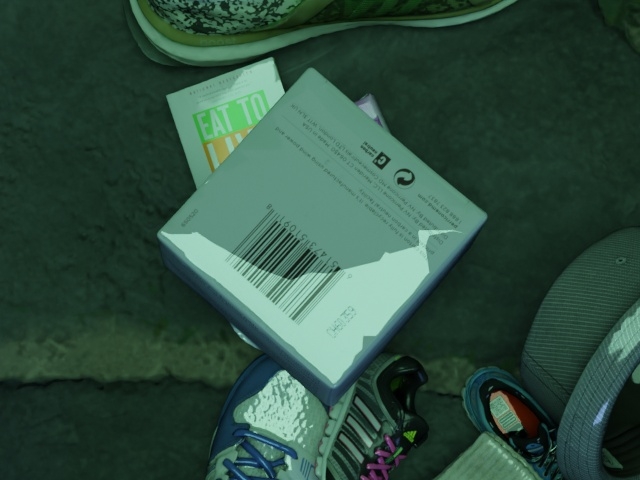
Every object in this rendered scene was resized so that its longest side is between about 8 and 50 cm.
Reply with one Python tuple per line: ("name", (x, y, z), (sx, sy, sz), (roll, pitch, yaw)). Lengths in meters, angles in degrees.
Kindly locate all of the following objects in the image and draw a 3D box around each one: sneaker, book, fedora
("sneaker", (-0.055, 0.228, 1.445), (0.112, 0.131, 0.296), (16, 85, 5))
("book", (-0.059, -0.066, 1.517), (0.096, 0.035, 0.144), (-20, 88, 2))
("sneaker", (0.171, 0.171, 1.469), (0.063, 0.073, 0.162), (-42, 86, -2))
("fedora", (0.258, 0.072, 1.427), (0.275, 0.244, 0.124), (-27, 49, -27))
("sneaker", (0.037, -0.241, 1.449), (0.410, 0.182, 0.158), (-18, 85, 0))
("sneaker", (0.046, 0.159, 1.450), (0.074, 0.063, 0.170), (-5, 59, 28))

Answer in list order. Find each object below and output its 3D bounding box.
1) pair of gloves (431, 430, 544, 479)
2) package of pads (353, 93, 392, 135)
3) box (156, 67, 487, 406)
("pair of gloves", (0.127, 0.294, 1.448), (0.204, 0.042, 0.240), (-38, 85, 18))
("package of pads", (0.036, -0.074, 1.512), (0.050, 0.032, 0.083), (-25, 85, 4))
("box", (0.000, 0.000, 1.420), (0.181, 0.119, 0.182), (41, 80, 6))
